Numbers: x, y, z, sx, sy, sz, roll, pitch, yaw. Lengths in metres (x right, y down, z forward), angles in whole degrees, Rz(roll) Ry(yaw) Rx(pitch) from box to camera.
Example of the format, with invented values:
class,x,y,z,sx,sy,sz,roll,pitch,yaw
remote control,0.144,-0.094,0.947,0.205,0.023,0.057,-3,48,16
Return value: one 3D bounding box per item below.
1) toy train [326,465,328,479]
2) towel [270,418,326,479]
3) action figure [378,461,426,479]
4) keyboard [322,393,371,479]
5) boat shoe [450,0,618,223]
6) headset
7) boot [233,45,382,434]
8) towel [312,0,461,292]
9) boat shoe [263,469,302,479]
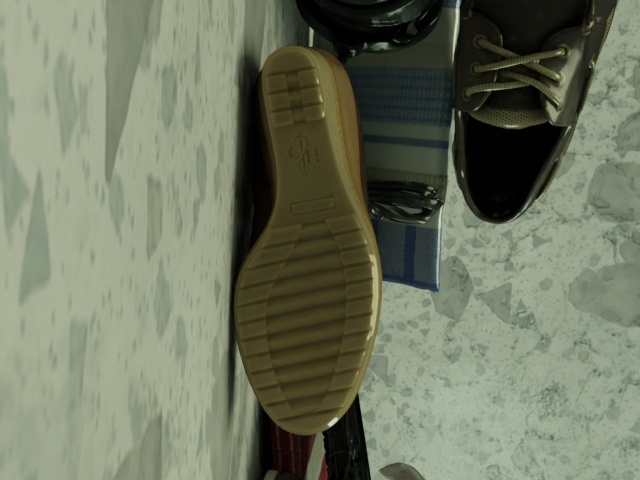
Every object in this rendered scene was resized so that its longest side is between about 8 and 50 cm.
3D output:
class,x,y,z,sx,sy,sz,roll,pitch,yaw
toy train,0.003,0.208,1.384,0.166,0.046,0.125,-67,160,-71
towel,-0.021,0.214,1.073,0.237,0.037,0.328,-69,160,-77
action figure,0.089,0.360,1.135,0.330,0.179,0.341,-85,-163,-53
keyboard,0.018,0.163,0.888,0.201,0.033,0.317,78,3,-46
boat shoe,0.172,-0.144,1.032,0.355,0.132,0.130,82,16,-52
headset,0.065,-0.219,1.027,0.243,0.185,0.394,55,54,-83
boot,0.000,0.000,0.854,0.207,0.090,0.248,42,46,-82
towel,0.056,-0.103,1.221,0.209,0.034,0.284,9,-83,53
boat shoe,-0.007,0.328,0.871,0.112,0.096,0.335,81,11,-70
